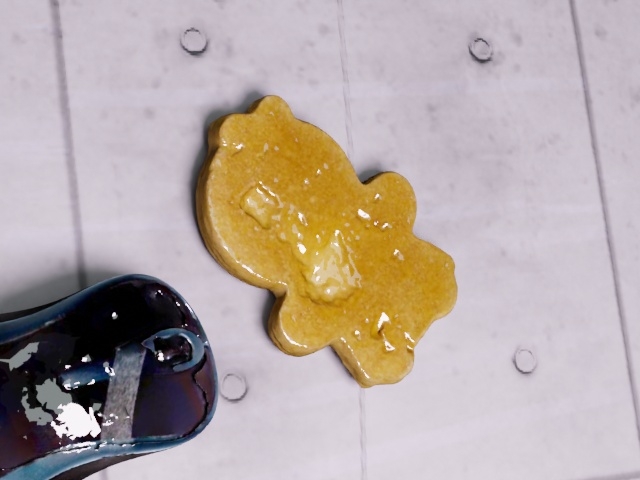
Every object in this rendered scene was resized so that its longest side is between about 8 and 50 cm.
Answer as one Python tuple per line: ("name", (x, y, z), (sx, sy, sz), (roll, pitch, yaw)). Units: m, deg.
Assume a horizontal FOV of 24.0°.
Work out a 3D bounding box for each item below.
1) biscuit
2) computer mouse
("biscuit", (-0.002, 0.000, 1.196), (0.249, 0.035, 0.184), (42, 62, -14))
("computer mouse", (-0.174, 0.100, 1.046), (0.233, 0.096, 0.137), (-21, 89, -29))
